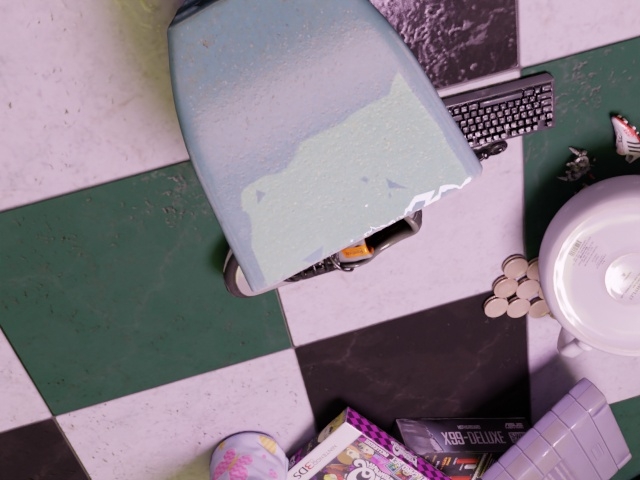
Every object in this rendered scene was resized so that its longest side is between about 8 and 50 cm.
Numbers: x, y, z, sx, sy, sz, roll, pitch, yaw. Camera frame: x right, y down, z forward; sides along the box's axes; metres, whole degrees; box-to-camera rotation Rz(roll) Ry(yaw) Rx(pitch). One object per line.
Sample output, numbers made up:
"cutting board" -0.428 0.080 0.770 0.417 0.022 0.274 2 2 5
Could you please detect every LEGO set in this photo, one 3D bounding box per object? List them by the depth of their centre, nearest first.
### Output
"LEGO set" 0.346 -0.089 1.152 0.054 0.023 0.083 -42 126 18

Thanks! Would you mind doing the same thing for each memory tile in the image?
"memory tile" 0.319 0.069 1.277 0.148 0.012 0.113 4 126 -18

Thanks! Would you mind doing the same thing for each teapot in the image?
"teapot" 0.412 0.023 1.164 0.256 0.187 0.253 -16 103 20

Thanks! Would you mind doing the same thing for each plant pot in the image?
"plant pot" -0.025 -0.149 0.870 0.247 0.248 0.252 -28 111 7

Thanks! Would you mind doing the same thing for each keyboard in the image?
"keyboard" 0.204 -0.137 1.075 0.180 0.023 0.108 -14 130 -3

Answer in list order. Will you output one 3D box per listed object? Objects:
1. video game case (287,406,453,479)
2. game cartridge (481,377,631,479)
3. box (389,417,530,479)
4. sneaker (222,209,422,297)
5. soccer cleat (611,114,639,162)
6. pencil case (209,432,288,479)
"video game case" 0.069 0.389 1.371 0.232 0.042 0.210 37 122 -11
"game cartridge" 0.391 0.368 1.422 0.230 0.068 0.355 -40 143 1
"box" 0.206 0.435 1.491 0.242 0.077 0.308 3 126 -18
"sneaker" 0.000 0.000 1.071 0.271 0.108 0.100 -27 131 8
"soccer cleat" 0.396 -0.131 1.131 0.035 0.029 0.083 -44 131 14
"pencil case" -0.100 0.406 1.258 0.124 0.273 0.114 -17 123 2
